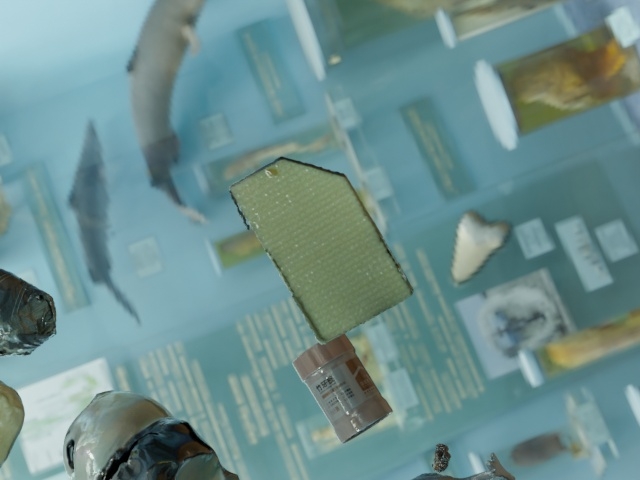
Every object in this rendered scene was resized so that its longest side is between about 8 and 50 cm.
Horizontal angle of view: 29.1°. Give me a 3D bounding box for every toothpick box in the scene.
[{"bbox_3d":[0.034,0.229,1.925,0.149,0.098,0.098,58,173,11],"label":"toothpick box"}]

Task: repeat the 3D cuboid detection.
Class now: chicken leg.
[{"bbox_3d":[0.165,0.298,1.681,0.083,0.021,0.036,-63,-6,-87],"label":"chicken leg"}]

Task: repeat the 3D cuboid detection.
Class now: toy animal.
[{"bbox_3d":[-0.176,0.237,1.218,0.179,0.138,0.166,25,136,34],"label":"toy animal"},{"bbox_3d":[0.206,0.384,1.800,0.367,0.206,0.081,19,-132,-33],"label":"toy animal"}]

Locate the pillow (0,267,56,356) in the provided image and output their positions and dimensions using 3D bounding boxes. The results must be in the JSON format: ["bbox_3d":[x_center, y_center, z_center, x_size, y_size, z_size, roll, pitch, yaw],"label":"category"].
[{"bbox_3d":[-0.573,0.127,1.905,0.092,0.335,0.161,-88,-18,-59],"label":"pillow"}]

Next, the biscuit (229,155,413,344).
[{"bbox_3d":[0.000,0.000,1.649,0.252,0.150,0.052,58,-179,-3],"label":"biscuit"}]

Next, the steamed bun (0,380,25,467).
[{"bbox_3d":[-0.431,0.207,1.388,0.141,0.172,0.155,33,176,-26],"label":"steamed bun"}]
